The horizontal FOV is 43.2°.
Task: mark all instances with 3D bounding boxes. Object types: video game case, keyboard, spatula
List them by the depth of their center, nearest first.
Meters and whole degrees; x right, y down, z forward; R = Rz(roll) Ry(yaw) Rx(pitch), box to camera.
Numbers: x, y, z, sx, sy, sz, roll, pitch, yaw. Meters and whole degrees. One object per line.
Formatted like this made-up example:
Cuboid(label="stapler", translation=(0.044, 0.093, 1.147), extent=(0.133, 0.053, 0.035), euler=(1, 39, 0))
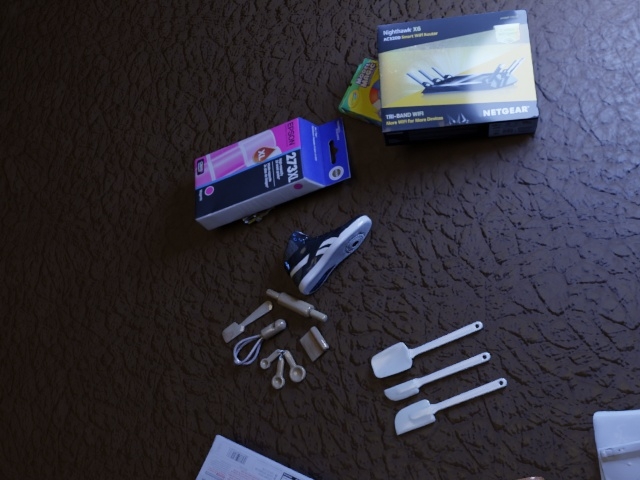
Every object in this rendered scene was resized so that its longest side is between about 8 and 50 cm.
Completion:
Cuboid(label="keyboard", translation=(0.582, 0.351, 1.312), extent=(0.256, 0.014, 0.072), euler=(-23, 73, 32))
Cuboid(label="spatula", translation=(0.229, 0.261, 1.586), extent=(0.242, 0.019, 0.168), euler=(-26, 65, 18))
Cuboid(label="video game case", translation=(-0.151, 0.562, 1.641), extent=(0.269, 0.061, 0.244), euler=(17, 70, 30))

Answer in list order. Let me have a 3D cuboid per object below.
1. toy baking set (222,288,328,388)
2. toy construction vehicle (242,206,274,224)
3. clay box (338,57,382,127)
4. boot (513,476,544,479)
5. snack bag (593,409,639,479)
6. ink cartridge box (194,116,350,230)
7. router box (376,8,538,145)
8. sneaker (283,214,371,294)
Cuboid(label="toy baking set", translation=(-0.102, 0.206, 1.759), extent=(0.256, 0.030, 0.197), euler=(27, 89, 30))
Cuboid(label="toy construction vehicle", translation=(-0.159, -0.080, 1.868), extent=(0.098, 0.035, 0.086), euler=(-34, 53, 9))
Cuboid(label="clay box", translation=(0.144, -0.314, 1.765), extent=(0.222, 0.053, 0.128), euler=(24, 86, 28))
Cuboid(label="boot", translation=(0.296, 0.547, 1.429), extent=(0.283, 0.109, 0.220), euler=(-27, 55, 34))
Cuboid(label="snack bag", translation=(0.611, 0.428, 1.303), extent=(0.323, 0.037, 0.343), euler=(-17, 71, 35))
Cuboid(label="ink cartridge box", translation=(-0.117, -0.162, 1.829), extent=(0.370, 0.069, 0.176), euler=(-18, 56, 18))
Cuboid(label="router box", translation=(0.274, -0.330, 1.645), extent=(0.308, 0.081, 0.243), euler=(-5, 73, 9))
Cuboid(label="sneaker", translation=(0.000, 0.000, 1.736), extent=(0.217, 0.079, 0.121), euler=(-47, 63, 9))
